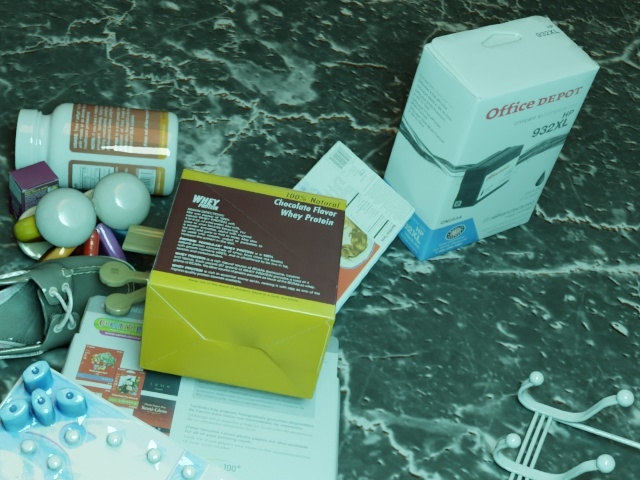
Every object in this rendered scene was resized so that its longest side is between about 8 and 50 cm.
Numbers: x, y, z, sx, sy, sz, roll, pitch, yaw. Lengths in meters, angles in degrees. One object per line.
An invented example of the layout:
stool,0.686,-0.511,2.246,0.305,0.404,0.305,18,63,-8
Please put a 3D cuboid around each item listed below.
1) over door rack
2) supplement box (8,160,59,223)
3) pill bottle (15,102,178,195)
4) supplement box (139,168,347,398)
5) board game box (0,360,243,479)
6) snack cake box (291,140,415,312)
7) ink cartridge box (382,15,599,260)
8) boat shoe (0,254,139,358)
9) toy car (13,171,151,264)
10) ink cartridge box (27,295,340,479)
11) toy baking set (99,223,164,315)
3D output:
over door rack,0.361,0.306,1.225,0.324,0.108,0.239,26,47,10
supplement box,-0.385,-0.058,1.395,0.055,0.083,0.043,-23,57,-33
pill bottle,-0.311,-0.129,1.457,0.216,0.121,0.121,4,46,-11
supplement box,-0.081,0.044,1.136,0.191,0.129,0.194,11,41,-4
board game box,-0.207,0.351,0.925,0.390,0.050,0.390,29,61,5
snack cake box,0.000,0.000,1.406,0.152,0.089,0.264,43,47,-1
ink cartridge box,0.229,-0.143,1.480,0.223,0.307,0.129,-18,53,-28
boat shoe,-0.373,0.094,1.217,0.335,0.112,0.095,-11,13,-16
toy car,-0.295,-0.002,1.342,0.182,0.159,0.136,-20,89,-30
ink cartridge box,-0.140,0.216,1.159,0.309,0.130,0.272,11,41,-5
toy baking set,-0.141,0.062,1.223,0.256,0.030,0.197,27,42,14
